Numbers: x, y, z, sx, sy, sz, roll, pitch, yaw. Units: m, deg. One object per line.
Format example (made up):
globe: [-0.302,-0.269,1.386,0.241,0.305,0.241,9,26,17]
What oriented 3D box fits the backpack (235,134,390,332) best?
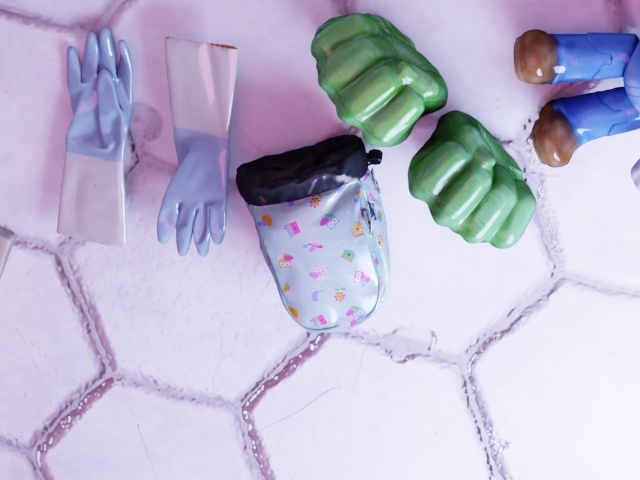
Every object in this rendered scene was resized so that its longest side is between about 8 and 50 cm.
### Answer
backpack: [0.000,0.000,1.693,0.152,0.115,0.182,-12,109,14]

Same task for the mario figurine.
mario figurine: [0.335,-0.153,1.526,0.320,0.170,0.198,-10,141,24]

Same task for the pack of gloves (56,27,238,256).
pack of gloves: [-0.173,-0.102,1.746,0.195,0.046,0.232,12,109,21]

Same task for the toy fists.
toy fists: [0.100,-0.106,1.616,0.096,0.142,0.279,-39,98,22]

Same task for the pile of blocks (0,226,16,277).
pile of blocks: [-0.484,0.101,1.841,0.362,0.112,0.149,-39,97,22]
